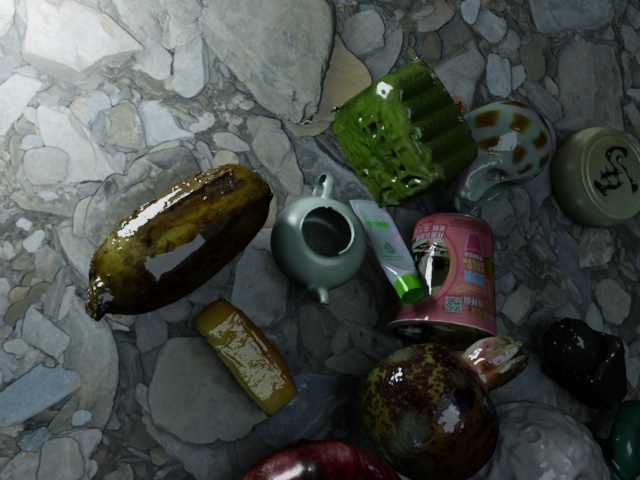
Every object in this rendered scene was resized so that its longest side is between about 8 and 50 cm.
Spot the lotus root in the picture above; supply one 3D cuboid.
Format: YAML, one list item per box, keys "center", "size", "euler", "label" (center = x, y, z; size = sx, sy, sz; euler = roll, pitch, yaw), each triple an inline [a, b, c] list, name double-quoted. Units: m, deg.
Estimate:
- center: [-0.251, 0.006, 1.425]
  size: [0.397, 0.196, 0.179]
  euler: [-37, 79, -26]
  label: "lotus root"

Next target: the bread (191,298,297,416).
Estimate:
- center: [-0.139, 0.219, 1.511]
  size: [0.094, 0.102, 0.245]
  euler: [-41, 100, -17]
  label: "bread"

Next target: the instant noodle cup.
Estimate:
- center: [0.266, 0.084, 1.664]
  size: [0.244, 0.244, 0.254]
  euler: [18, 69, -23]
  label: "instant noodle cup"

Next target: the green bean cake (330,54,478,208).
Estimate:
- center: [0.165, -0.209, 1.620]
  size: [0.156, 0.250, 0.246]
  euler: [-32, 95, -26]
  label: "green bean cake"

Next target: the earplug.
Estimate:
- center: [0.665, 0.499, 1.838]
  size: [0.280, 0.257, 0.164]
  euler: [-41, 104, 8]
  label: "earplug"

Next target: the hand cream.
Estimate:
- center: [0.140, 0.011, 1.624]
  size: [0.079, 0.050, 0.275]
  euler: [28, 29, -42]
  label: "hand cream"

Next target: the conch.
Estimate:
- center: [0.386, -0.193, 1.765]
  size: [0.368, 0.249, 0.197]
  euler: [-15, 57, -40]
  label: "conch"

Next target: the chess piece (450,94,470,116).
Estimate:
- center: [0.299, -0.289, 1.816]
  size: [0.084, 0.038, 0.083]
  euler: [4, 80, -24]
  label: "chess piece"

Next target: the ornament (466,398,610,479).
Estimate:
- center: [0.426, 0.493, 1.629]
  size: [0.337, 0.337, 0.336]
  euler: [3, 82, -25]
  label: "ornament"

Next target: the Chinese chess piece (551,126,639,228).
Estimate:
- center: [0.683, -0.153, 1.949]
  size: [0.251, 0.101, 0.250]
  euler: [4, 81, -26]
  label: "Chinese chess piece"

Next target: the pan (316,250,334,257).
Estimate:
- center: [-0.011, 0.060, 1.631]
  size: [0.115, 0.023, 0.068]
  euler: [-19, 92, -27]
  label: "pan"

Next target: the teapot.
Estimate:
- center: [0.000, 0.000, 1.569]
  size: [0.193, 0.129, 0.294]
  euler: [9, 68, -13]
  label: "teapot"

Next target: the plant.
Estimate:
- center: [0.608, 0.277, 1.830]
  size: [0.141, 0.164, 0.256]
  euler: [-52, 121, -18]
  label: "plant"

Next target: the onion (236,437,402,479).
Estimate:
- center: [-0.020, 0.476, 1.457]
  size: [0.348, 0.285, 0.347]
  euler: [-7, 127, -9]
  label: "onion"

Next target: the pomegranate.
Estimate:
- center: [0.248, 0.296, 1.511]
  size: [0.341, 0.285, 0.285]
  euler: [-36, 100, -1]
  label: "pomegranate"
